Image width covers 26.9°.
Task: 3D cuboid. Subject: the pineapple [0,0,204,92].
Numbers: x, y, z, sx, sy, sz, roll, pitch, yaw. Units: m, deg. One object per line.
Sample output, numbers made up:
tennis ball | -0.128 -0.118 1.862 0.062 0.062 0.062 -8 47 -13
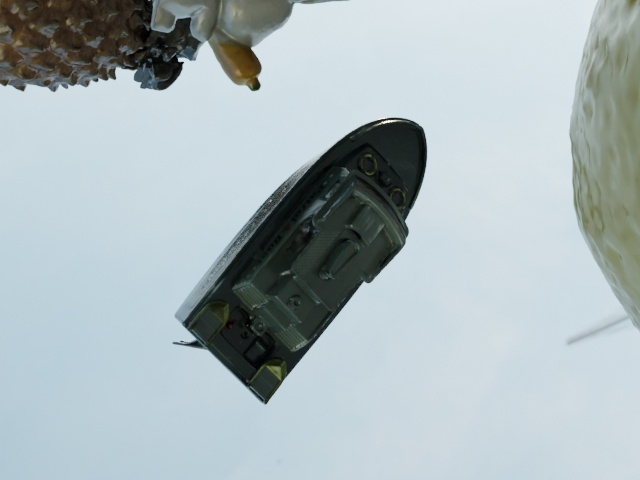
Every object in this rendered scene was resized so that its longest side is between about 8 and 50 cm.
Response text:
pineapple | -0.278 -0.283 1.734 0.357 0.223 0.222 6 -118 -35

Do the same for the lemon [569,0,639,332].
lemon | 0.264 -0.045 0.579 0.336 0.336 0.336 26 -130 -35

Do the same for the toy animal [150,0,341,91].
toy animal | -0.059 -0.223 1.234 0.182 0.127 0.131 9 -118 -16

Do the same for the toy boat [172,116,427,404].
toy boat | 0.001 0.001 1.187 0.296 0.122 0.114 -50 -65 -16
